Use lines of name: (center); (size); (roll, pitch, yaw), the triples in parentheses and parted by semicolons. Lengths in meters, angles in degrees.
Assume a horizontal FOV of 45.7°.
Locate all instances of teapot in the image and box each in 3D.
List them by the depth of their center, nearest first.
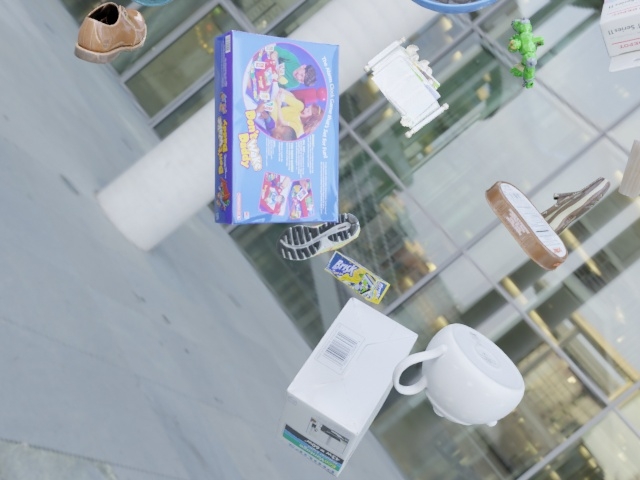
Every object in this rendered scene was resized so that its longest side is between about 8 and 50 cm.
teapot: (0.318, 0.325, 1.725); (0.256, 0.187, 0.252); (43, 21, 13)

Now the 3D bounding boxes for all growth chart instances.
growth chart: (0.225, -0.399, 1.952); (0.237, 0.172, 0.021); (57, -17, 4)

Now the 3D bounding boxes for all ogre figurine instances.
ogre figurine: (0.570, -0.538, 2.118); (0.097, 0.197, 0.118); (11, -7, 8)

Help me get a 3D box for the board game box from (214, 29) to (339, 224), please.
board game box: (-0.081, -0.205, 1.448); (0.078, 0.233, 0.347); (5, -84, 57)

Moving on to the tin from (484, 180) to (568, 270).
tin: (0.367, -0.030, 1.353); (0.106, 0.040, 0.189); (-8, 57, -49)

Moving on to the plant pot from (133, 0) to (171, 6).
plant pot: (-0.472, -0.767, 2.095); (0.290, 0.290, 0.195); (47, 33, -69)

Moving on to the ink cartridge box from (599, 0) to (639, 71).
ink cartridge box: (0.884, -0.619, 2.061); (0.119, 0.207, 0.353); (56, 43, -33)

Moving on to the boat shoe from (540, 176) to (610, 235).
boat shoe: (0.701, -0.105, 2.162); (0.095, 0.257, 0.095); (50, 0, 21)

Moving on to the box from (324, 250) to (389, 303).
box: (0.088, 0.089, 1.861); (0.054, 0.059, 0.169); (26, 5, -45)

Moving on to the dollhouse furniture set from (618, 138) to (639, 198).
dollhouse furniture set: (0.903, -0.176, 1.746); (0.198, 0.286, 0.303); (-9, 28, -37)

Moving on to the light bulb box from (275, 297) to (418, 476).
light bulb box: (0.068, 0.423, 2.167); (0.225, 0.358, 0.361); (31, -34, 11)

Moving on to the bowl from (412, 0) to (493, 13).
bowl: (0.345, -0.756, 1.906); (0.391, 0.391, 0.077); (51, 1, 10)

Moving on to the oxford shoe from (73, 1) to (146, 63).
oxford shoe: (-0.324, -0.346, 1.214); (0.076, 0.076, 0.212); (17, 28, -3)

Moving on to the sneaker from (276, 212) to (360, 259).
sneaker: (0.000, 0.000, 1.767); (0.094, 0.209, 0.081); (24, 53, -72)
